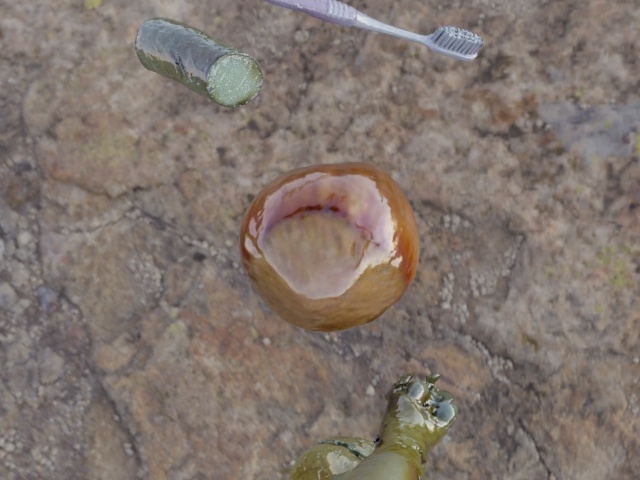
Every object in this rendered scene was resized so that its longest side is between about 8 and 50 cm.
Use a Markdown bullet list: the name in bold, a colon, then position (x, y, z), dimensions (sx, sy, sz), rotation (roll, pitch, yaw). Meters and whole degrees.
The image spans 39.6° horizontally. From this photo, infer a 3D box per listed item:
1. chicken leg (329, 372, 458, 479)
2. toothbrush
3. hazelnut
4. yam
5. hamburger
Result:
- **chicken leg**: position (0.083, 0.286, 1.009), dimensions (0.201, 0.152, 0.429), rotation (-27, 13, 26)
- **toothbrush**: position (0.002, -0.231, 0.866), dimensions (0.354, 0.029, 0.024), rotation (11, 60, -19)
- **hazelnut**: position (0.000, 0.000, 0.865), dimensions (0.182, 0.182, 0.182), rotation (-7, 56, 10)
- **yam**: position (-0.087, -0.126, 0.623), dimensions (0.094, 0.043, 0.043), rotation (31, 69, 32)
- **hamburger**: position (0.064, 0.420, 1.315), dimensions (0.265, 0.285, 0.134), rotation (41, 48, 0)
